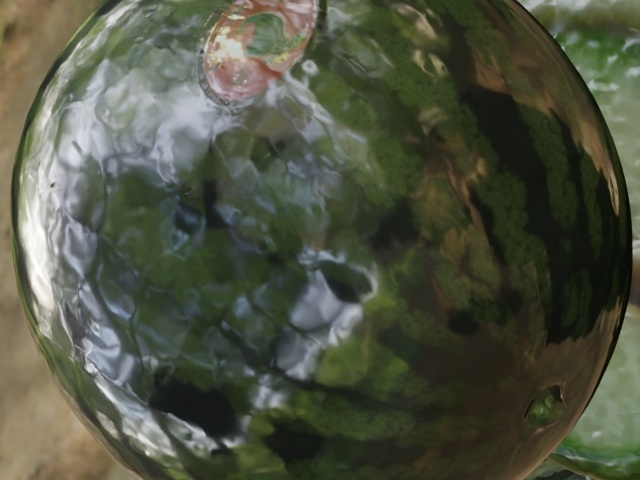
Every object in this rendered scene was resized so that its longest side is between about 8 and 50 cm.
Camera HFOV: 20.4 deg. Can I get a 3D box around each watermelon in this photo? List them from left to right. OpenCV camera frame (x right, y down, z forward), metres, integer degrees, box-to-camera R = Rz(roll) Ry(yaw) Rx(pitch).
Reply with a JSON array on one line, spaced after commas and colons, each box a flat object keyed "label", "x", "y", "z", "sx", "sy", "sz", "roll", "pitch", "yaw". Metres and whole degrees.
[{"label": "watermelon", "x": 0.000, "y": 0.000, "z": 0.596, "sx": 0.212, "sy": 0.212, "sz": 0.212, "roll": -36, "pitch": 46, "yaw": 49}]

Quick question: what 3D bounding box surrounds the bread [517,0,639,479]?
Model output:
[{"label": "bread", "x": 0.153, "y": -0.010, "z": 0.934, "sx": 0.366, "sy": 0.129, "sz": 0.382, "roll": 42, "pitch": 103, "yaw": 25}]
